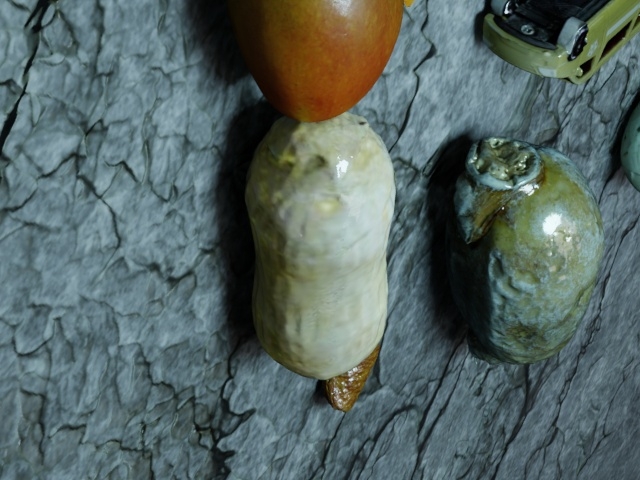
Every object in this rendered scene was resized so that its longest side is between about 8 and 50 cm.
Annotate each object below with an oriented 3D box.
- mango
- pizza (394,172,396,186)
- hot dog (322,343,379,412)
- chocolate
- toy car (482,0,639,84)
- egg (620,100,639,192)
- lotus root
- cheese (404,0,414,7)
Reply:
[{"bbox_3d":[-0.014,-0.211,1.334,0.146,0.129,0.289,-48,141,-22],"label":"mango"},{"bbox_3d":[0.030,-0.034,1.674,0.108,0.026,0.123,-45,151,-24],"label":"pizza"},{"bbox_3d":[0.030,0.135,1.817,0.058,0.035,0.083,11,105,-62],"label":"hot dog"},{"bbox_3d":[0.000,0.000,1.548,0.134,0.134,0.309,-43,150,-32],"label":"chocolate"},{"bbox_3d":[0.263,-0.231,1.812,0.257,0.101,0.124,-42,150,-36],"label":"toy car"},{"bbox_3d":[0.437,-0.127,2.179,0.131,0.131,0.164,-12,112,-56],"label":"egg"},{"bbox_3d":[0.220,0.025,1.901,0.175,0.175,0.349,-47,152,-26],"label":"lotus root"},{"bbox_3d":[0.096,-0.262,1.587,0.047,0.017,0.111,12,105,-59],"label":"cheese"}]
